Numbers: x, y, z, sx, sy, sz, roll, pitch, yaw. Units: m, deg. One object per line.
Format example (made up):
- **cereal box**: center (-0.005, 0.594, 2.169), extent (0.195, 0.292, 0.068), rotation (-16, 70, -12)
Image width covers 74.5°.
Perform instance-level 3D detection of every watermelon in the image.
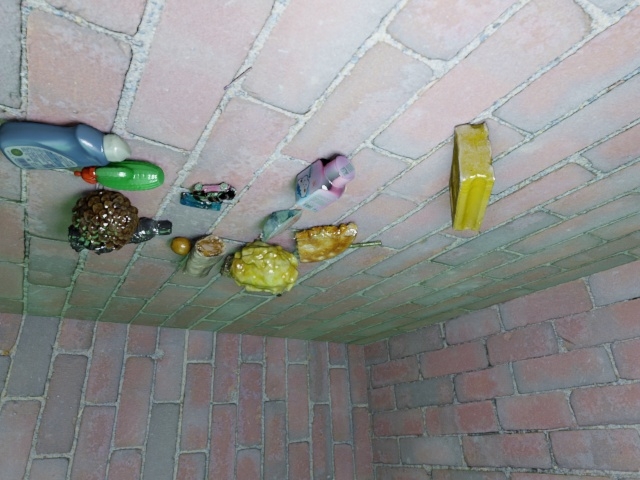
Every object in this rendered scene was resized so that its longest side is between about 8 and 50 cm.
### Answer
- **watermelon**: center (-0.147, -0.059, 1.541), extent (0.180, 0.081, 0.094), rotation (-31, 141, -22)

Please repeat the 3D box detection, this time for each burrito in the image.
- **burrito**: center (-0.476, 0.068, 1.727), extent (0.143, 0.105, 0.299), rotation (-31, 175, -36)

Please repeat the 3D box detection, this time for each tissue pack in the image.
- **tissue pack**: center (-0.407, -0.129, 1.442), extent (0.138, 0.027, 0.085), rotation (11, 152, -19)

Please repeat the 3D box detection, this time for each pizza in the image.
- **pizza**: center (0.000, 0.000, 1.688), extent (0.226, 0.086, 0.336), rotation (22, 144, -34)

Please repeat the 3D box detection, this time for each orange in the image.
- **orange**: center (-0.559, 0.023, 1.691), extent (0.085, 0.084, 0.085), rotation (-2, 155, -1)

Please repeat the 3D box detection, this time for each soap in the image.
- **soap**: center (0.433, -0.174, 1.230), extent (0.091, 0.199, 0.315), rotation (-4, 156, 12)

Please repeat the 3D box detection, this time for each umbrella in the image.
- **umbrella**: center (-0.719, -0.032, 1.527), extent (0.337, 0.154, 0.128), rotation (-12, 129, -26)

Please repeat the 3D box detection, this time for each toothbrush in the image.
- **toothbrush**: center (-0.190, -0.370, 0.967), extent (0.097, 0.008, 0.006), rotation (-23, 162, 35)

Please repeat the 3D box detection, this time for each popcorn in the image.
- **popcorn**: center (-0.229, 0.120, 1.770), extent (0.287, 0.215, 0.252), rotation (9, 159, 9)

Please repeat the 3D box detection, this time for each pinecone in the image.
- **pinecone**: center (-0.700, -0.068, 1.362), extent (0.205, 0.184, 0.179), rotation (-2, 138, 18)

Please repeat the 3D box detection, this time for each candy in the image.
- **candy**: center (-0.403, 0.117, 1.887), extent (0.085, 0.095, 0.110), rotation (9, 148, -16)

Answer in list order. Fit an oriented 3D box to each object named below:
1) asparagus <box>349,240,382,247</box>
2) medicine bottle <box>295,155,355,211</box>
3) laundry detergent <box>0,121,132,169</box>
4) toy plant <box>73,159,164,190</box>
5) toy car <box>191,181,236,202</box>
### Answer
- **asparagus**: center (0.141, 0.023, 1.822), extent (0.249, 0.024, 0.025), rotation (-5, 112, 7)
- **medicine bottle**: center (0.013, -0.177, 1.267), extent (0.094, 0.119, 0.188), rotation (21, 147, -34)
- **laundry detergent**: center (-0.653, -0.248, 1.099), extent (0.290, 0.094, 0.143), rotation (-3, 153, -7)
- **toy plant**: center (-0.576, -0.188, 1.208), extent (0.241, 0.088, 0.155), rotation (2, -176, -25)
- **toy car**: center (-0.345, -0.151, 1.367), extent (0.142, 0.055, 0.069), rotation (-2, 158, 2)
